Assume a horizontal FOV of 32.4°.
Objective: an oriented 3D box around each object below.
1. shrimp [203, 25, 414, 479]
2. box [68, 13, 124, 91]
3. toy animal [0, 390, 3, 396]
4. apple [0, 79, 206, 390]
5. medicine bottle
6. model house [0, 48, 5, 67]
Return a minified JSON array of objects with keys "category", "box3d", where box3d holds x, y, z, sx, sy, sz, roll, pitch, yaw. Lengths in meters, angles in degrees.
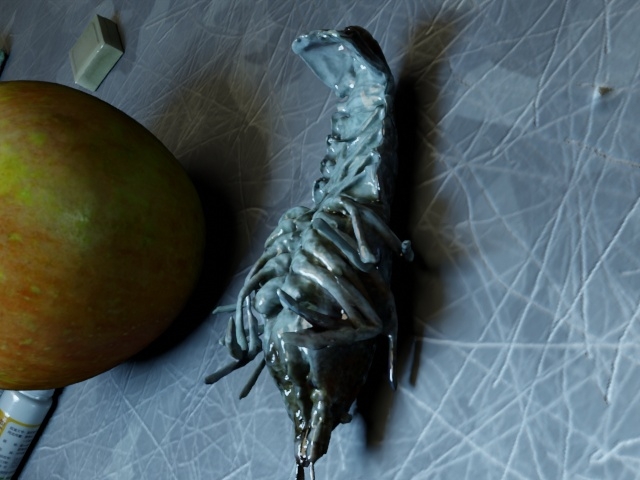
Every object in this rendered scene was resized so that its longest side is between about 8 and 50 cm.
[{"category":"shrimp","box3d":[0.002,0.004,0.956,0.221,0.166,0.410,-14,50,49]},{"category":"box","box3d":[-0.320,-0.268,1.567,0.079,0.035,0.083,-47,41,25]},{"category":"toy animal","box3d":[-0.502,0.212,1.426,0.208,0.204,0.155,-10,79,28]},{"category":"apple","box3d":[-0.297,-0.001,1.188,0.340,0.340,0.339,-26,54,41]},{"category":"medicine bottle","box3d":[-0.378,0.195,1.359,0.220,0.092,0.061,-60,33,10]},{"category":"model house","box3d":[-0.576,-0.292,1.863,0.079,0.066,0.083,14,85,54]}]
